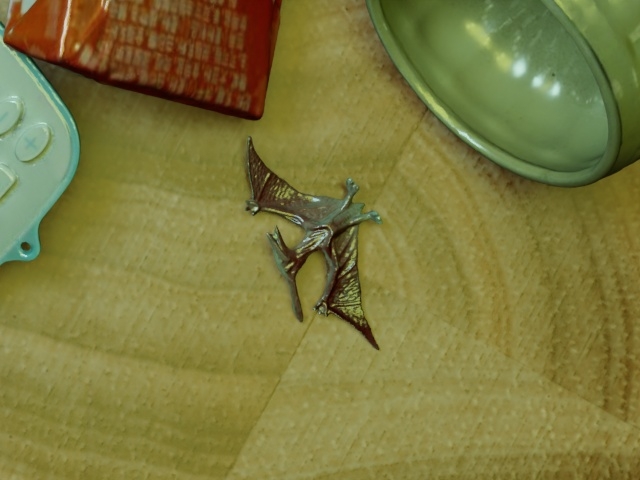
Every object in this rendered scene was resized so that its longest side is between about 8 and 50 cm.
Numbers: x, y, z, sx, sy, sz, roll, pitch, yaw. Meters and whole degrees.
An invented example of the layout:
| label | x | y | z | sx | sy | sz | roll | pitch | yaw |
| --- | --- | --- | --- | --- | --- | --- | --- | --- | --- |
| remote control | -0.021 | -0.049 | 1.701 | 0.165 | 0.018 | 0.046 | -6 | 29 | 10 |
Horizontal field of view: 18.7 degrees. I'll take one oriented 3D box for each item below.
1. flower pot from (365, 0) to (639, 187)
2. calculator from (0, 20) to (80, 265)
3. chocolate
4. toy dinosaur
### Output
| label | x | y | z | sx | sy | sz | roll | pitch | yaw |
| --- | --- | --- | --- | --- | --- | --- | --- | --- | --- |
| flower pot | 0.208 | -0.224 | 1.611 | 0.307 | 0.307 | 0.244 | 47 | 68 | -4 |
| calculator | -0.374 | -0.119 | 1.605 | 0.386 | 0.054 | 0.256 | 44 | 103 | -1 |
| chocolate | -0.135 | -0.234 | 1.597 | 0.237 | 0.108 | 0.235 | 11 | 88 | -47 |
| toy dinosaur | 0.000 | 0.000 | 1.698 | 0.108 | 0.032 | 0.220 | -35 | 95 | -9 |
